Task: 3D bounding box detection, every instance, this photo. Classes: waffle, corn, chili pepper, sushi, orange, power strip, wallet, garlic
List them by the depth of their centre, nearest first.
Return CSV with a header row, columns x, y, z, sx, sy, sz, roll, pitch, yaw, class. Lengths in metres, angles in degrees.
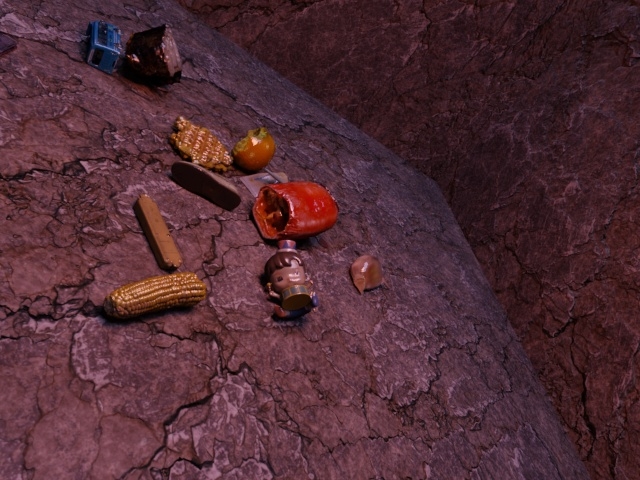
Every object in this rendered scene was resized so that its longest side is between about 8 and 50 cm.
x,y,z,sx,sy,sz,roll,pitch,yaw,class
-0.422,0.143,1.323,0.101,0.101,0.292,51,31,18,corn
-0.493,-0.027,1.537,0.064,0.044,0.305,4,46,-50,power strip
-1.092,-0.654,1.689,0.111,0.030,0.165,27,28,-18,wallet
-0.104,-0.125,2.010,0.305,0.229,0.251,-6,70,-57,chili pepper
-0.489,-0.384,2.066,0.282,0.058,0.300,17,34,-43,waffle
-0.711,-0.778,2.187,0.348,0.208,0.234,-107,-174,-58,sushi
0.221,0.137,2.204,0.129,0.148,0.267,16,9,43,garlic
-0.281,-0.392,2.216,0.158,0.179,0.237,41,19,-13,orange

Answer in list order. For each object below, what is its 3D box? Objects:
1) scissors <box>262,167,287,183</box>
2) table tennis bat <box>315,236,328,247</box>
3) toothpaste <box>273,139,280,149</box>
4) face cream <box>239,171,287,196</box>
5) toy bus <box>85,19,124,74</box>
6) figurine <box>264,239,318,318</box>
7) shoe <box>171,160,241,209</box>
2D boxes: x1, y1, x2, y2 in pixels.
x,y,z,sx,sy,sz,roll,pitch,yaw,class
-0.098,-0.207,2.265,0.447,0.029,0.192,33,28,-41,scissors
0.000,0.000,2.198,0.083,0.007,0.050,43,27,-2,table tennis bat
-0.243,-0.439,2.464,0.044,0.070,0.193,38,26,-11,toothpaste
-0.238,-0.247,2.204,0.114,0.070,0.224,50,36,16,face cream
-0.885,-0.797,2.090,0.134,0.113,0.246,14,39,-34,toy bus
-0.106,0.125,1.696,0.161,0.158,0.275,-16,54,-13,figurine
-0.414,-0.214,1.866,0.275,0.103,0.098,33,26,-30,shoe
